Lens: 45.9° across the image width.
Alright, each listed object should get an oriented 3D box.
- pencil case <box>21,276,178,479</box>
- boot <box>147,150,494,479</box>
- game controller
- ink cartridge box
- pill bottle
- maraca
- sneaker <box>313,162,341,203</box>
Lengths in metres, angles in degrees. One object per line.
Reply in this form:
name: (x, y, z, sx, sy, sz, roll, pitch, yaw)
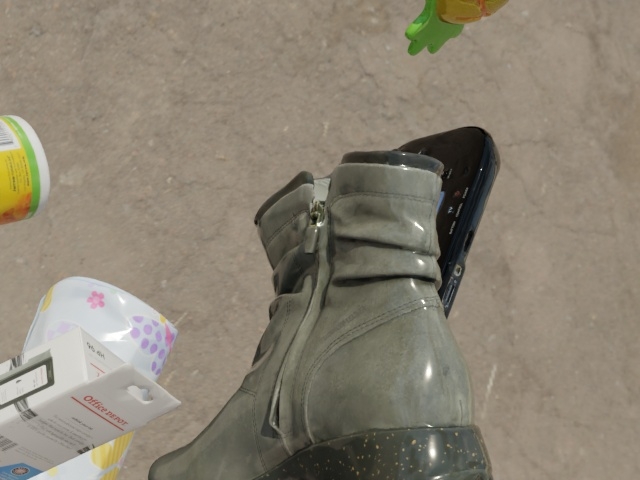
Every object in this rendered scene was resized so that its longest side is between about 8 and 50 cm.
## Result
pencil case: (-0.220, 0.165, 0.610, 0.113, 0.124, 0.273, 79, 29, -58)
boot: (-0.014, 0.059, 0.402, 0.083, 0.246, 0.161, 10, 65, -39)
game controller: (0.060, 0.044, 0.674, 0.067, 0.166, 0.319, 27, 74, -17)
ink cartridge box: (-0.106, 0.066, 0.311, 0.048, 0.083, 0.028, 60, 6, -53)
pill bottle: (-0.469, -0.069, 0.905, 0.245, 0.136, 0.136, -19, 91, -45)
maraca: (0.151, -0.270, 0.781, 0.127, 0.186, 0.099, -16, 57, -46)
sneaker: (0.002, 0.001, 0.938, 0.086, 0.163, 0.226, 29, 26, 16)
